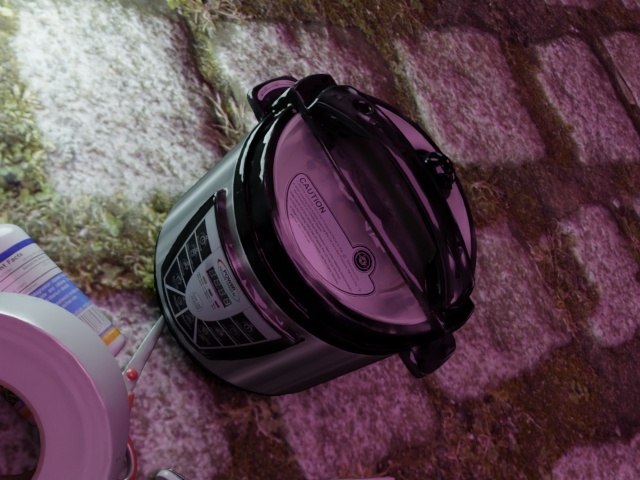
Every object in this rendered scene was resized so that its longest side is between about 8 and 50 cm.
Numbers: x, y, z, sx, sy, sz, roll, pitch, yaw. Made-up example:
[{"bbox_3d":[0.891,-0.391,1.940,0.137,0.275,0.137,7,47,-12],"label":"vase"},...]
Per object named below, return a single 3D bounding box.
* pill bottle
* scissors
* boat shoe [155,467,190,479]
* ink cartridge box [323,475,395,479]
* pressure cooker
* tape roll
[{"bbox_3d":[-0.381,0.077,0.942,0.272,0.152,0.152,47,50,-6],"label":"pill bottle"},{"bbox_3d":[-0.267,0.189,1.034,0.109,0.021,0.297,27,51,-25],"label":"scissors"},{"bbox_3d":[-0.160,0.347,1.037,0.142,0.049,0.040,48,44,-15],"label":"boat shoe"},{"bbox_3d":[0.013,0.458,1.001,0.115,0.198,0.273,9,64,-33],"label":"ink cartridge box"},{"bbox_3d":[0.003,-0.004,1.072,0.370,0.420,0.375,25,56,-27],"label":"pressure cooker"},{"bbox_3d":[-0.352,0.202,0.831,0.286,0.100,0.286,0,95,-2],"label":"tape roll"}]
